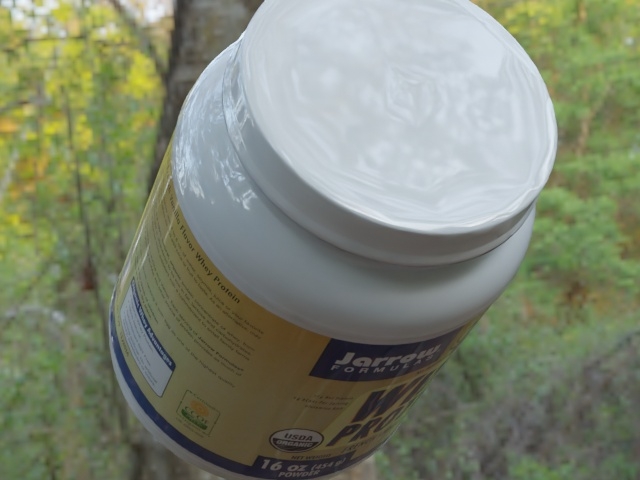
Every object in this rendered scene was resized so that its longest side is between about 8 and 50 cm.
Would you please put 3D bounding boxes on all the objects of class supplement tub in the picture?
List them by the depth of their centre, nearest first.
[{"bbox_3d":[0.000,0.000,0.980,0.228,0.228,0.316,-2,-32,-22],"label":"supplement tub"}]
